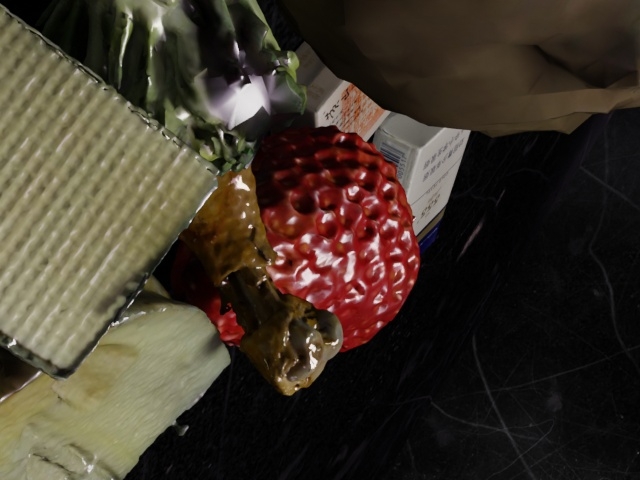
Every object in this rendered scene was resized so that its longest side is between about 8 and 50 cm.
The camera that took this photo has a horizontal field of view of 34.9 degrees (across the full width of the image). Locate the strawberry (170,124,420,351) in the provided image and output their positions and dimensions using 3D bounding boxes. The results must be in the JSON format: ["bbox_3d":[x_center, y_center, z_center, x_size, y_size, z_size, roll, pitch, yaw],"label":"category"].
[{"bbox_3d":[-0.033,0.008,0.796,0.205,0.205,0.244,-66,163,19],"label":"strawberry"}]

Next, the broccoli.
[{"bbox_3d":[-0.102,-0.165,0.477,0.145,0.165,0.304,-20,132,-18],"label":"broccoli"}]

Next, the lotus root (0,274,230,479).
[{"bbox_3d":[-0.203,0.094,0.572,0.267,0.149,0.260,-48,163,-14],"label":"lotus root"}]

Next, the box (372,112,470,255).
[{"bbox_3d":[0.112,-0.067,1.287,0.168,0.071,0.259,-42,156,-42],"label":"box"}]

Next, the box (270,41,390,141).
[{"bbox_3d":[0.032,-0.156,0.949,0.201,0.058,0.141,-50,160,-24],"label":"box"}]

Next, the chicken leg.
[{"bbox_3d":[-0.066,-0.020,0.642,0.107,0.251,0.087,-32,174,25],"label":"chicken leg"}]

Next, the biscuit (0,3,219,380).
[{"bbox_3d":[-0.155,-0.040,0.431,0.121,0.199,0.040,-55,-161,-12],"label":"biscuit"}]

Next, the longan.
[{"bbox_3d":[0.134,-0.244,0.568,0.391,0.391,0.391,-51,160,-26],"label":"longan"}]
